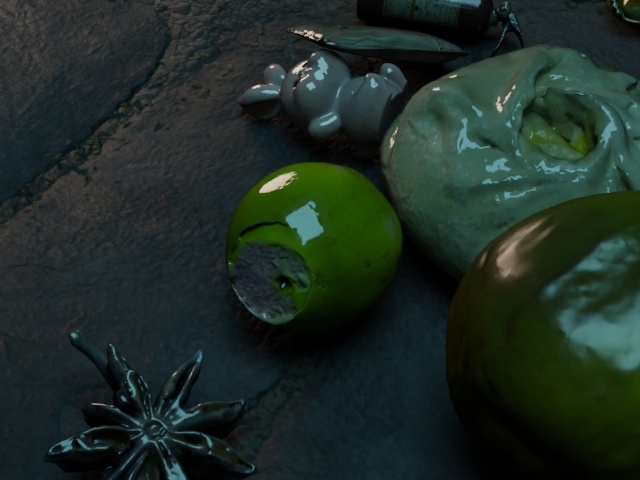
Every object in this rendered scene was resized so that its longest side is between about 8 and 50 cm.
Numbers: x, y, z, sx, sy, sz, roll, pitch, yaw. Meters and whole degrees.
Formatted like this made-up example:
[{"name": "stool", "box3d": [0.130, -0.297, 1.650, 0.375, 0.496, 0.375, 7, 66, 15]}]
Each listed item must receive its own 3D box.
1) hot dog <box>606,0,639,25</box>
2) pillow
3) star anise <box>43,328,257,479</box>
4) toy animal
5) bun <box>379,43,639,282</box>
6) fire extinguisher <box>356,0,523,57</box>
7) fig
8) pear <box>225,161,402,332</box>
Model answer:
[{"name": "hot dog", "box3d": [0.515, -0.331, 1.912, 0.270, 0.082, 0.162, 17, 51, 12]}, {"name": "pillow", "box3d": [0.070, -0.251, 1.785, 0.233, 0.038, 0.131, 0, 17, -32]}, {"name": "star anise", "box3d": [-0.174, 0.190, 1.401, 0.209, 0.089, 0.231, -1, 52, -20]}, {"name": "toy animal", "box3d": [-0.008, -0.180, 1.723, 0.212, 0.124, 0.124, 16, 49, 18]}, {"name": "bun", "box3d": [0.246, -0.097, 1.594, 0.365, 0.219, 0.365, 3, 45, -3]}, {"name": "fire extinguisher", "box3d": [0.162, -0.299, 1.881, 0.231, 0.071, 0.099, 13, 67, 8]}, {"name": "fig", "box3d": [0.296, 0.101, 1.335, 0.343, 0.343, 0.343, 1, 47, -1]}, {"name": "pear", "box3d": [0.000, 0.000, 1.531, 0.187, 0.187, 0.220, 29, 32, 22]}]
